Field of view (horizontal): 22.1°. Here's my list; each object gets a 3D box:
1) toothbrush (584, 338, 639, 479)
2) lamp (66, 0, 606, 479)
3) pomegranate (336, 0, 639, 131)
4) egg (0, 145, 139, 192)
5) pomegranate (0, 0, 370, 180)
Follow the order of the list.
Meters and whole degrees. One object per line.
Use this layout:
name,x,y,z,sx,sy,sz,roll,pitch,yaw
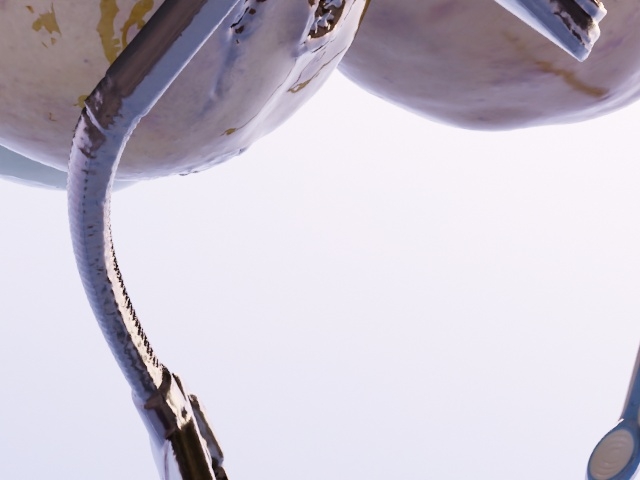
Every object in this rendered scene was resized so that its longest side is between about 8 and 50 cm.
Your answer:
toothbrush,0.205,0.144,1.131,0.040,0.040,0.386,18,-127,10
lamp,-0.007,0.000,0.535,0.124,0.283,0.203,19,-160,-29
pomegranate,0.139,-0.281,1.161,0.410,0.410,0.410,10,-153,-5
egg,-0.183,-0.178,1.031,0.278,0.336,0.278,-7,-146,5
pomegranate,-0.087,-0.156,0.732,0.260,0.260,0.260,10,-153,-5
